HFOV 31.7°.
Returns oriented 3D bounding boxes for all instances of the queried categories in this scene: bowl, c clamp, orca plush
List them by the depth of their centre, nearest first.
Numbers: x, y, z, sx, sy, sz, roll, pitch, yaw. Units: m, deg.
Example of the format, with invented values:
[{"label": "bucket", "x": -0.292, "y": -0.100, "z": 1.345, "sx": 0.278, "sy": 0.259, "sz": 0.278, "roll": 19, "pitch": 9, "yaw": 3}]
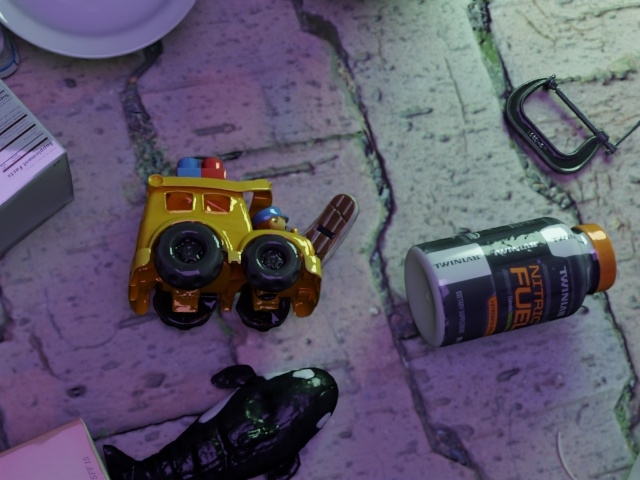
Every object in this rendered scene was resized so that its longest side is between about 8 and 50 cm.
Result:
[{"label": "orca plush", "x": -0.106, "y": 0.217, "z": 1.298, "sx": 0.287, "sy": 0.102, "sz": 0.151, "roll": -8, "pitch": 78, "yaw": -12}, {"label": "bowl", "x": -0.285, "y": -0.377, "z": 1.369, "sx": 0.298, "sy": 0.134, "sz": 0.297, "roll": -4, "pitch": 108, "yaw": -12}, {"label": "c clamp", "x": 0.332, "y": -0.163, "z": 1.517, "sx": 0.161, "sy": 0.022, "sz": 0.137, "roll": 42, "pitch": 78, "yaw": 0}]

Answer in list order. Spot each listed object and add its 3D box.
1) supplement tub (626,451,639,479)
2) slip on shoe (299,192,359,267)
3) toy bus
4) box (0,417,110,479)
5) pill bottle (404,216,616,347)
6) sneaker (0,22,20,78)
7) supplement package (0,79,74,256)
[{"label": "supplement tub", "x": 0.543, "y": 0.354, "z": 1.311, "sx": 0.331, "sy": 0.241, "sz": 0.241, "roll": 26, "pitch": 73, "yaw": -4}, {"label": "slip on shoe", "x": 0.000, "y": 0.000, "z": 1.403, "sx": 0.051, "sy": 0.041, "sz": 0.135, "roll": 36, "pitch": 90, "yaw": 17}, {"label": "toy bus", "x": -0.112, "y": -0.011, "z": 1.342, "sx": 0.220, "sy": 0.149, "sz": 0.211, "roll": 3, "pitch": 60, "yaw": -7}, {"label": "box", "x": -0.337, "y": 0.308, "z": 1.221, "sx": 0.232, "sy": 0.127, "sz": 0.148, "roll": -23, "pitch": 82, "yaw": -15}, {"label": "pill bottle", "x": 0.237, "y": 0.044, "z": 1.389, "sx": 0.246, "sy": 0.130, "sz": 0.130, "roll": -12, "pitch": 79, "yaw": -13}, {"label": "sneaker", "x": -0.433, "y": -0.292, "z": 1.375, "sx": 0.071, "sy": 0.083, "sz": 0.190, "roll": -37, "pitch": 84, "yaw": -15}, {"label": "supplement package", "x": -0.405, "y": -0.101, "z": 1.274, "sx": 0.149, "sy": 0.194, "sz": 0.203, "roll": -42, "pitch": 86, "yaw": -16}]
